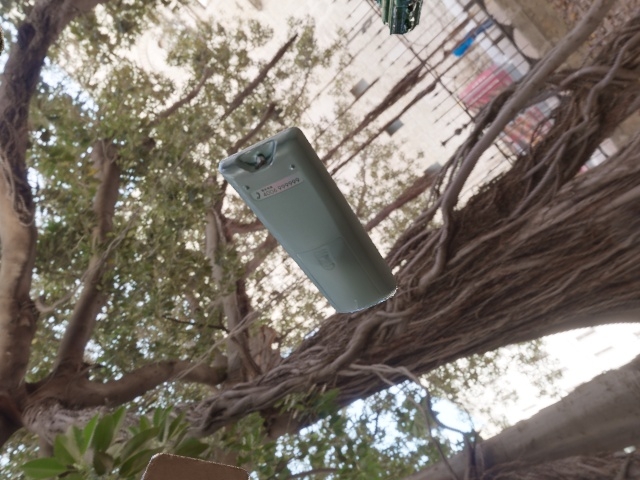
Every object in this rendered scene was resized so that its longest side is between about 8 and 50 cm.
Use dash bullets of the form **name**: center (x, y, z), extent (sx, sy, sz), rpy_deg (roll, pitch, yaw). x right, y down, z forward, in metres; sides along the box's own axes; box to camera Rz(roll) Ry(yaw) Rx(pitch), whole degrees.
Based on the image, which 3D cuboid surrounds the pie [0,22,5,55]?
- **pie**: center (-0.409, -0.178, 0.403), extent (0.218, 0.185, 0.052), rpy_deg (-19, -116, -40)

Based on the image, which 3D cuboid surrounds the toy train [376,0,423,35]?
- **toy train**: center (0.118, -0.375, 0.677), extent (0.170, 0.071, 0.111), rpy_deg (39, -147, -82)

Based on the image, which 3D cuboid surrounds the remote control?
- **remote control**: center (0.000, -0.001, 0.560), extent (0.293, 0.103, 0.051), rpy_deg (54, -157, -37)

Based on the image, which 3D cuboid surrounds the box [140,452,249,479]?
- **box**: center (-0.094, 0.208, 0.302), extent (0.089, 0.062, 0.122), rpy_deg (14, -136, -4)
